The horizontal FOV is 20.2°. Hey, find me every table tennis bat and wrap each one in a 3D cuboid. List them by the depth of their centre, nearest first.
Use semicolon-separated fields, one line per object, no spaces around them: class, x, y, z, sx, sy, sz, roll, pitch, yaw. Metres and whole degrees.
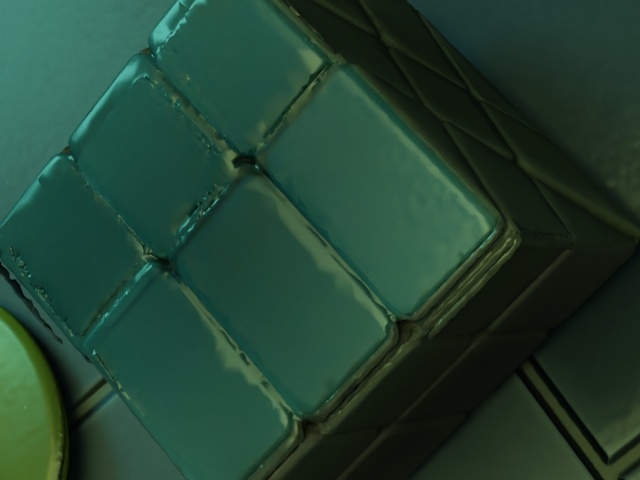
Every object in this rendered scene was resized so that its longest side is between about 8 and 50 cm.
table tennis bat;-0.234;0.194;1.188;0.224;0.054;0.368;-41;61;10

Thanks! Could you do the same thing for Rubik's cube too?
Rubik's cube;0.000;0.000;1.002;0.231;0.221;0.224;47;109;20
